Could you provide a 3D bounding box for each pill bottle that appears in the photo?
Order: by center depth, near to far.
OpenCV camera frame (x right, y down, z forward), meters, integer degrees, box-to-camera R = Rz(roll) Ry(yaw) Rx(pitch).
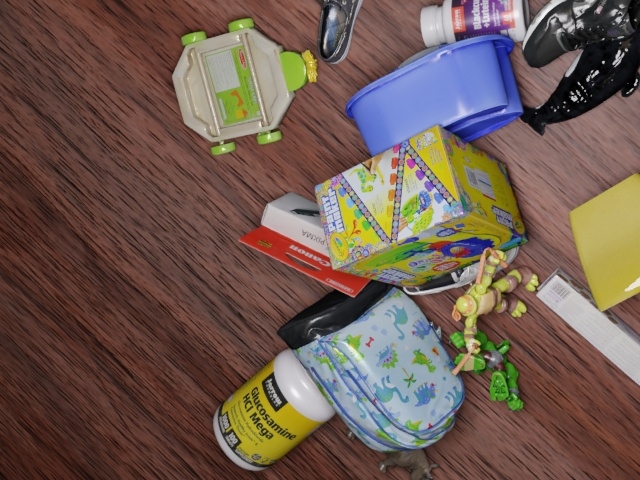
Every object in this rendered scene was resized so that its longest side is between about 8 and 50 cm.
[{"bbox_3d":[0.294,-0.420,1.631,0.193,0.108,0.108,-4,103,23],"label":"pill bottle"},{"bbox_3d":[-0.077,0.364,1.955,0.188,0.188,0.334,48,116,3],"label":"pill bottle"}]

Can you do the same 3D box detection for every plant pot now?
[{"bbox_3d":[0.580,-0.010,1.588,0.212,0.212,0.187,-34,79,26],"label":"plant pot"}]

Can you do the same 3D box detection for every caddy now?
[{"bbox_3d":[0.215,-0.274,1.625,0.341,0.241,0.179,-23,82,25],"label":"caddy"}]

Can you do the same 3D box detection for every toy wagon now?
[{"bbox_3d":[-0.155,-0.338,1.857,0.344,0.068,0.267,-10,101,23],"label":"toy wagon"}]

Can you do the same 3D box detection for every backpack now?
[{"bbox_3d":[0.130,0.267,1.773,0.273,0.290,0.356,-14,100,51],"label":"backpack"}]

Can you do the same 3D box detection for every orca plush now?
[{"bbox_3d":[0.487,-0.305,1.589,0.287,0.102,0.151,-27,94,26],"label":"orca plush"}]

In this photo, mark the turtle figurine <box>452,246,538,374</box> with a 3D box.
[{"bbox_3d":[0.330,0.127,1.708,0.087,0.217,0.269,25,113,42],"label":"turtle figurine"}]

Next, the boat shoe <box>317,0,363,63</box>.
[{"bbox_3d":[0.033,-0.471,1.739,0.080,0.076,0.228,20,111,16],"label":"boat shoe"}]

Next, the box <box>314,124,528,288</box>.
[{"bbox_3d":[0.195,-0.051,1.635,0.279,0.290,0.177,-25,67,31],"label":"box"}]

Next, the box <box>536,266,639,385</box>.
[{"bbox_3d":[0.575,0.186,1.714,0.324,0.063,0.067,41,116,7],"label":"box"}]

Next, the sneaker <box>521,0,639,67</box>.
[{"bbox_3d":[0.490,-0.396,1.527,0.283,0.107,0.124,-42,52,23],"label":"sneaker"}]

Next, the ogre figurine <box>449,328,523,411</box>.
[{"bbox_3d":[0.354,0.257,1.792,0.197,0.118,0.097,31,115,12],"label":"ogre figurine"}]

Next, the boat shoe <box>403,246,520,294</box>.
[{"bbox_3d":[0.290,0.057,1.779,0.258,0.084,0.095,-29,92,26],"label":"boat shoe"}]

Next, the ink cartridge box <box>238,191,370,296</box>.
[{"bbox_3d":[0.000,0.000,1.794,0.275,0.239,0.060,25,112,13],"label":"ink cartridge box"}]

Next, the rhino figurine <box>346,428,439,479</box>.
[{"bbox_3d":[0.180,0.483,1.951,0.243,0.073,0.106,44,118,4],"label":"rhino figurine"}]
